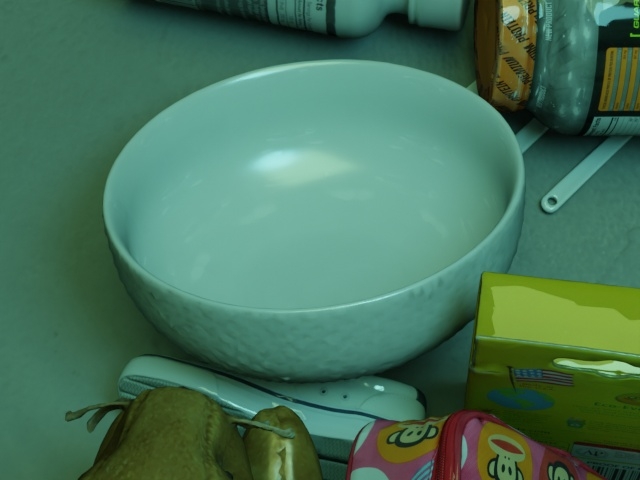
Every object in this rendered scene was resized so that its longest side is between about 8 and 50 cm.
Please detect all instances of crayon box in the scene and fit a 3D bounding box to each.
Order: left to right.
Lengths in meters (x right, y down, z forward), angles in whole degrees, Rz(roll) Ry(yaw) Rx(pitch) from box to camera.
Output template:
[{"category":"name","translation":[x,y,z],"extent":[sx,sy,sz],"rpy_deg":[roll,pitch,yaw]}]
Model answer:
[{"category":"crayon box","translation":[0.212,0.106,1.409],"extent":[0.202,0.318,0.081],"rpy_deg":[7,69,4]}]

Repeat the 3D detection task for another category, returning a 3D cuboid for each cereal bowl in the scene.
[{"category":"cereal bowl","translation":[0.000,0.000,1.522],"extent":[0.339,0.141,0.339],"rpy_deg":[-5,38,4]}]

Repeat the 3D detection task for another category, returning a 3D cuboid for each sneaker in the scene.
[{"category":"sneaker","translation":[-0.037,0.136,1.542],"extent":[0.258,0.094,0.091],"rpy_deg":[15,45,8]}]

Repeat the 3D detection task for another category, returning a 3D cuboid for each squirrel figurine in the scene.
[{"category":"squirrel figurine","translation":[-0.106,0.293,1.318],"extent":[0.281,0.370,0.397],"rpy_deg":[14,70,7]}]

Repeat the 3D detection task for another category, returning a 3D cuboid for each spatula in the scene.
[{"category":"spatula","translation":[0.239,-0.147,1.672],"extent":[0.242,0.019,0.168],"rpy_deg":[-42,78,-14]}]

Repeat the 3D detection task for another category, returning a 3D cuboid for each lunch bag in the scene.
[{"category":"lunch bag","translation":[0.129,0.277,1.366],"extent":[0.120,0.293,0.258],"rpy_deg":[-12,62,35]}]

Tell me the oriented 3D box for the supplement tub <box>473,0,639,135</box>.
[{"category":"supplement tub","translation":[0.295,-0.183,1.573],"extent":[0.316,0.193,0.193],"rpy_deg":[1,68,-4]}]

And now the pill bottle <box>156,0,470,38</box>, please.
[{"category":"pill bottle","translation":[-0.020,-0.276,1.646],"extent":[0.319,0.176,0.176],"rpy_deg":[12,69,6]}]
